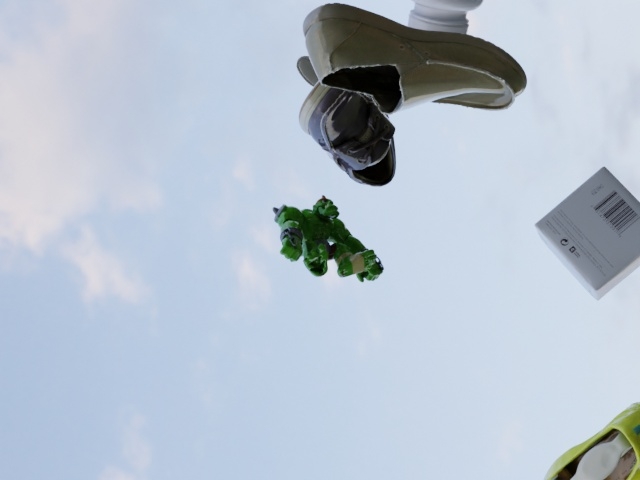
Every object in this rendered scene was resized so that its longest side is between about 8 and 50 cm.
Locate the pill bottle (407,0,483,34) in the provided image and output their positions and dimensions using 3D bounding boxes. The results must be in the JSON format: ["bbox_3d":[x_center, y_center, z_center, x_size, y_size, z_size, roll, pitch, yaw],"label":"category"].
[{"bbox_3d":[0.190,-0.410,1.763,0.124,0.124,0.221,-25,-50,-55],"label":"pill bottle"}]

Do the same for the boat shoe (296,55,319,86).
[{"bbox_3d":[0.009,-0.281,2.047,0.125,0.046,0.038,24,-162,-24],"label":"boat shoe"}]

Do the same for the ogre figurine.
[{"bbox_3d":[0.000,0.000,1.772,0.197,0.097,0.118,-5,-135,-32],"label":"ogre figurine"}]

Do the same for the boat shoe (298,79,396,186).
[{"bbox_3d":[0.047,-0.135,1.496,0.103,0.092,0.285,-48,-16,-4],"label":"boat shoe"}]

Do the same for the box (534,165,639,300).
[{"bbox_3d":[0.545,-0.012,2.321,0.181,0.182,0.119,50,-176,20],"label":"box"}]

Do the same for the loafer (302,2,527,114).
[{"bbox_3d":[0.104,-0.185,1.348,0.268,0.102,0.092,12,-111,-13],"label":"loafer"}]

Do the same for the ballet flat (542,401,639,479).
[{"bbox_3d":[0.269,0.244,1.212,0.077,0.231,0.077,-20,-119,-42],"label":"ballet flat"}]
